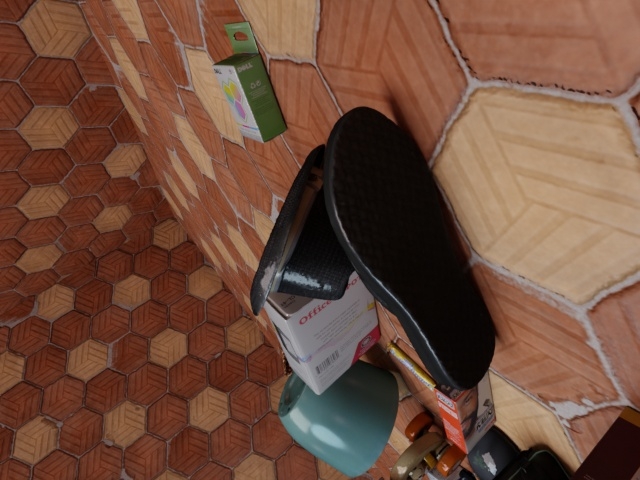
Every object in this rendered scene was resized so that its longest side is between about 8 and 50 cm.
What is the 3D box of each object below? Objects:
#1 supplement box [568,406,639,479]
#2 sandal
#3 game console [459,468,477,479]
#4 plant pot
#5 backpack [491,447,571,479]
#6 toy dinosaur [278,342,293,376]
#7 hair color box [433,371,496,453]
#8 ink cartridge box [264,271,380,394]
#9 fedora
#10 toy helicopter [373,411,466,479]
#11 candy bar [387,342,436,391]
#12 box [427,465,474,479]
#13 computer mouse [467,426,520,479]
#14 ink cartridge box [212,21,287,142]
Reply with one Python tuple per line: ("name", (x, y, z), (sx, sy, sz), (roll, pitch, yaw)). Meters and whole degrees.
("supplement box", (0.371, 0.349, 0.490), (0.129, 0.194, 0.191), (27, 146, 52))
("sandal", (0.112, 0.033, 0.610), (0.107, 0.167, 0.446), (0, 123, 56))
("game console", (0.475, 0.721, 1.033), (0.361, 0.044, 0.213), (53, 160, -3))
("plant pot", (0.028, 0.438, 1.140), (0.235, 0.293, 0.293), (30, 162, -10))
("backpack", (0.378, 0.482, 0.720), (0.188, 0.165, 0.144), (48, 160, 27))
("toy dinosaur", (-0.068, 0.234, 1.260), (0.218, 0.164, 0.322), (-58, 42, 47))
("hair color box", (0.274, 0.309, 0.792), (0.053, 0.093, 0.167), (26, 146, 51))
("ink cartridge box", (0.010, 0.177, 0.985), (0.131, 0.226, 0.306), (34, 149, 42))
("fedora", (0.000, 0.000, 0.735), (0.152, 0.334, 0.334), (23, 158, -2))
("toy helicopter", (0.223, 0.639, 1.110), (0.140, 0.235, 0.355), (38, 135, 38))
("candy bar", (0.220, 0.304, 1.010), (0.161, 0.018, 0.040), (40, 155, 34))
("box", (0.375, 0.683, 1.170), (0.126, 0.072, 0.137), (60, 159, -13))
("computer mouse", (0.378, 0.502, 0.887), (0.188, 0.072, 0.272), (16, 137, 61))
("ink cartridge box", (-0.149, -0.305, 0.829), (0.109, 0.062, 0.209), (31, 148, 49))
